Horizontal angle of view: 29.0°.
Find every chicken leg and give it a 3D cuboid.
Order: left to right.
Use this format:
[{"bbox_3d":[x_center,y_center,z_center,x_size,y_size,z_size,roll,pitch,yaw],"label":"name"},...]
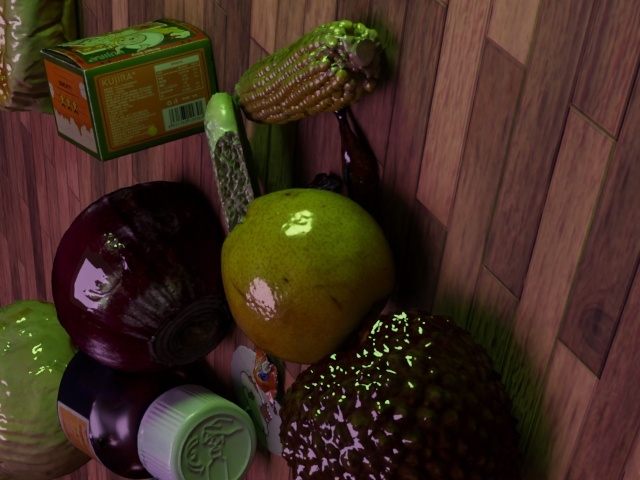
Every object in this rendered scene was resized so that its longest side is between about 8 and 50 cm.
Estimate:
[{"bbox_3d":[0.041,-0.091,1.475,0.062,0.037,0.145,-137,33,-64],"label":"chicken leg"}]

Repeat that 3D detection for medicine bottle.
[{"bbox_3d":[-0.284,0.308,2.117,0.395,0.243,0.242,21,126,57],"label":"medicine bottle"}]

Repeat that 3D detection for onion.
[{"bbox_3d":[-0.297,0.079,1.985,0.282,0.260,0.336,53,148,21],"label":"onion"}]

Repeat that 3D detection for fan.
[{"bbox_3d":[-0.123,0.286,2.059,0.190,0.009,0.329,64,152,11],"label":"fan"}]

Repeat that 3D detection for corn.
[{"bbox_3d":[-0.022,-0.190,1.461,0.320,0.097,0.097,-6,102,65],"label":"corn"}]

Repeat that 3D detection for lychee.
[{"bbox_3d":[0.099,0.216,1.344,0.271,0.271,0.271,41,142,44],"label":"lychee"}]

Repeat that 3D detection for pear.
[{"bbox_3d":[-0.019,0.036,1.442,0.209,0.209,0.208,41,142,44],"label":"pear"}]

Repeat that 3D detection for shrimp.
[{"bbox_3d":[-0.005,0.000,1.577,0.082,0.076,0.174,-117,17,-69],"label":"shrimp"}]

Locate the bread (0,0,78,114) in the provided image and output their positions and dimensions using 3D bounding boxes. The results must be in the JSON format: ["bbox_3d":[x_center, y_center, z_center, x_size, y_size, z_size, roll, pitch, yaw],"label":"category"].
[{"bbox_3d":[-0.534,-0.421,2.201,0.236,0.183,0.388,32,131,28],"label":"bread"}]

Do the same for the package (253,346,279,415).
[{"bbox_3d":[-0.084,0.214,1.907,0.077,0.033,0.110,37,140,31],"label":"package"}]

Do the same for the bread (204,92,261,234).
[{"bbox_3d":[-0.110,-0.070,1.654,0.207,0.056,0.286,-104,3,-69],"label":"bread"}]

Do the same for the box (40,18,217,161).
[{"bbox_3d":[-0.274,-0.224,1.790,0.177,0.195,0.148,30,134,53],"label":"box"}]

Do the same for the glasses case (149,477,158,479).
[{"bbox_3d":[-0.306,0.382,2.392,0.039,0.078,0.184,24,129,55],"label":"glasses case"}]

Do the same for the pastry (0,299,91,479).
[{"bbox_3d":[-0.567,0.305,2.575,0.388,0.313,0.388,173,90,-65],"label":"pastry"}]
